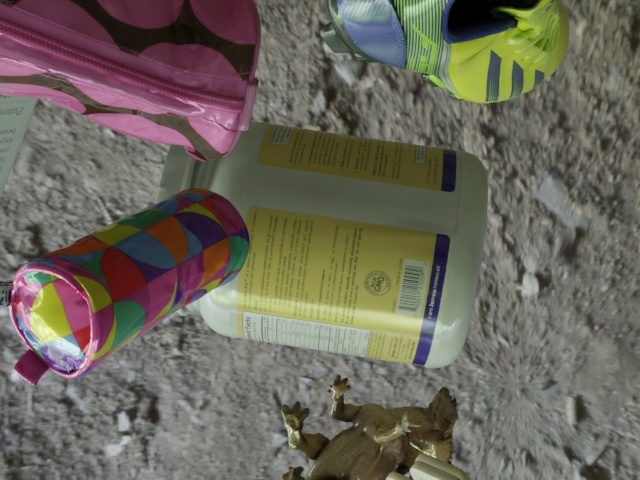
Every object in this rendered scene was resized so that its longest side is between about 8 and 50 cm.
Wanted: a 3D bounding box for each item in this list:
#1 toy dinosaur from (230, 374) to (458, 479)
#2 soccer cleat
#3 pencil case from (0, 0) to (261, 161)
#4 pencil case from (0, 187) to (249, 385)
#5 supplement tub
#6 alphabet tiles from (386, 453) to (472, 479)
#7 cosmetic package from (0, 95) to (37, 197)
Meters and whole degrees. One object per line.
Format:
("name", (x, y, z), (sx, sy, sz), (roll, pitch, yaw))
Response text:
("toy dinosaur", (0.050, 0.274, 1.178), (0.295, 0.200, 0.127), (-30, 41, -3))
("soccer cleat", (0.116, -0.146, 0.638), (0.121, 0.289, 0.094), (-6, 89, 36))
("pencil case", (-0.119, -0.092, 0.396), (0.098, 0.209, 0.095), (30, 105, 54))
("pencil case", (-0.156, 0.029, 0.814), (0.104, 0.236, 0.105), (11, 113, 27))
("supplement tub", (0.000, 0.000, 1.064), (0.331, 0.241, 0.241), (9, 83, 3))
("alphabet tiles", (0.174, 0.278, 0.767), (0.021, 0.284, 0.278), (-47, 33, -24))
("cosmetic package", (-0.626, -0.196, 1.310), (0.329, 0.327, 0.394), (40, 119, 18))
